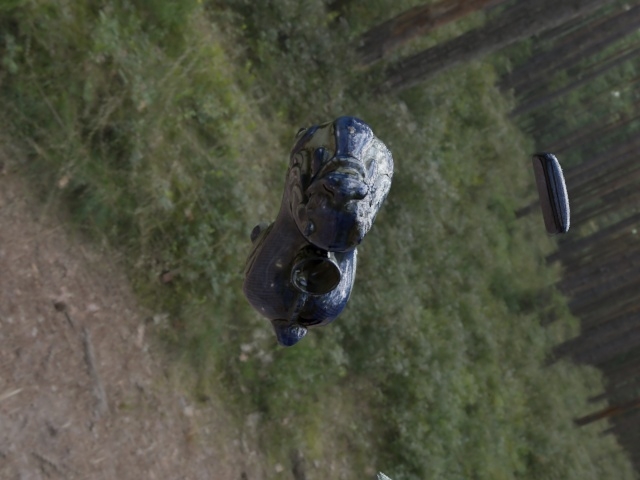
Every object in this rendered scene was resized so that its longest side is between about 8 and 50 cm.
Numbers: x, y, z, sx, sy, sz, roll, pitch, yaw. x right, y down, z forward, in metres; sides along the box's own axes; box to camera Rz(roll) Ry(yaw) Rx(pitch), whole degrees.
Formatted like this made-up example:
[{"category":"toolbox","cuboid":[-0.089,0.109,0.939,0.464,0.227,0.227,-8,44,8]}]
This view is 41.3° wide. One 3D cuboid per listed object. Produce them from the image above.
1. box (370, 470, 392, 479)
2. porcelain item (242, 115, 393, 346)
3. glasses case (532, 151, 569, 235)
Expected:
[{"category":"box","cuboid":[0.054,0.489,1.316,0.086,0.225,0.129,38,12,-22]},{"category":"porcelain item","cuboid":[0.000,0.000,0.984,0.138,0.288,0.186,17,33,-11]},{"category":"glasses case","cuboid":[0.226,-0.046,0.820,0.033,0.023,0.083,-162,-122,-80]}]
